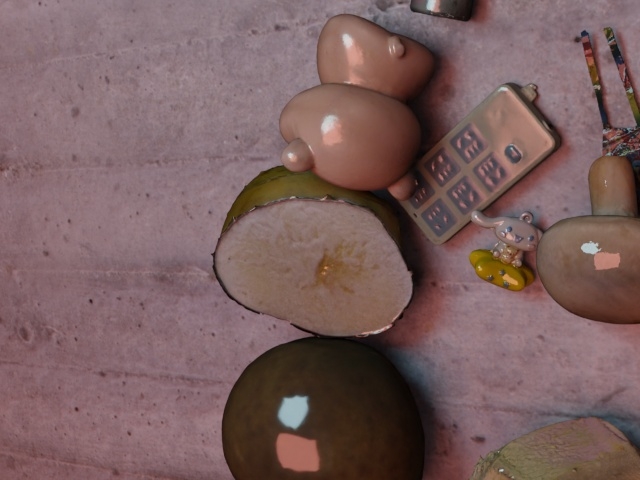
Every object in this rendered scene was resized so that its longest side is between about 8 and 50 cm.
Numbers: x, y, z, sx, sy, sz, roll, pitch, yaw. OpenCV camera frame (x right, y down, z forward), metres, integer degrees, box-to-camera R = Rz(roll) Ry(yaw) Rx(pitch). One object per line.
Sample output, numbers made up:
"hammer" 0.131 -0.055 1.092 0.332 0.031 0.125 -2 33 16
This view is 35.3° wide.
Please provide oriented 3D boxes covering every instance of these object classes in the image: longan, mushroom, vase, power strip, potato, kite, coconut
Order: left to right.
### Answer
"potato" 0.000 0.000 1.528 0.299 0.196 0.246 20 119 -5
"longan" 0.010 0.296 1.515 0.319 0.319 0.319 8 105 30
"vase" 0.184 -0.413 1.373 0.086 0.086 0.214 18 106 27
"power strip" 0.221 -0.108 1.438 0.270 0.046 0.118 -43 78 31
"coconut" 0.340 0.353 1.365 0.233 0.245 0.233 34 130 54
"mushroom" 0.382 -0.001 1.292 0.207 0.207 0.215 -8 70 33
"kite" 0.421 -0.158 1.322 0.152 0.015 0.285 -12 100 32

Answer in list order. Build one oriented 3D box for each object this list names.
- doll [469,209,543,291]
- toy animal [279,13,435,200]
"doll" 0.279 0.012 1.423 0.135 0.071 0.113 1 105 11
"toy animal" 0.064 -0.195 1.420 0.210 0.229 0.221 17 122 -20
